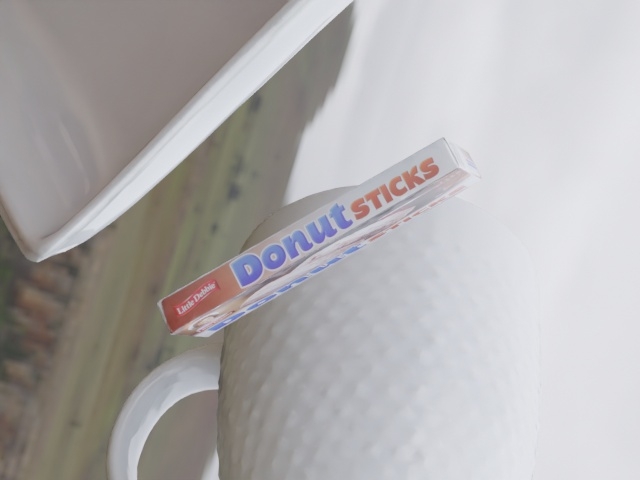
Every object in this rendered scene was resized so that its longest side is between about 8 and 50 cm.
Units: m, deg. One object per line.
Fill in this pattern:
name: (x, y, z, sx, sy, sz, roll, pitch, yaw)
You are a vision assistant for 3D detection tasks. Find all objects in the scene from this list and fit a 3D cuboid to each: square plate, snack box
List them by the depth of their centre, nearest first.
square plate: (-0.051, -0.182, 0.897, 0.347, 0.049, 0.344, -42, -141, 3)
snack box: (0.000, 0.000, 0.986, 0.178, 0.022, 0.064, -30, 170, 11)

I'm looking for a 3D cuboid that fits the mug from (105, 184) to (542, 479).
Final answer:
mug: (0.001, 0.167, 1.556, 0.276, 0.374, 0.328, 72, 17, -46)
